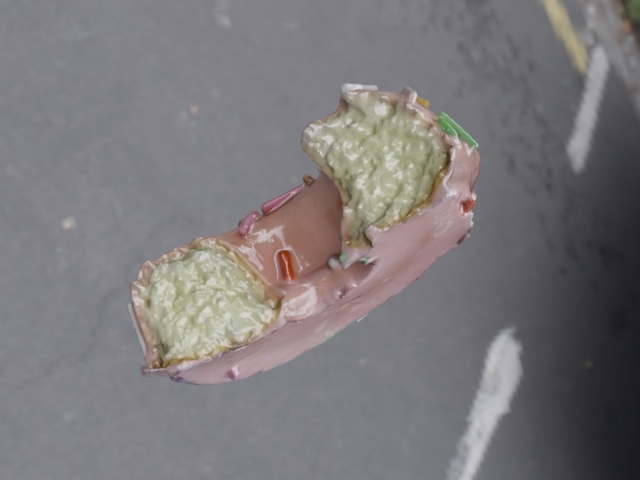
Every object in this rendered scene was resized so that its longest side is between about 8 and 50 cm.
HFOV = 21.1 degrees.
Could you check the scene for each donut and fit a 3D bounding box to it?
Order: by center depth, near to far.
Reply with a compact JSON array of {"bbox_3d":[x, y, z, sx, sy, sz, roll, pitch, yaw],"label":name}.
[{"bbox_3d":[0.000,0.000,0.731,0.065,0.166,0.117,60,14,16],"label":"donut"}]
